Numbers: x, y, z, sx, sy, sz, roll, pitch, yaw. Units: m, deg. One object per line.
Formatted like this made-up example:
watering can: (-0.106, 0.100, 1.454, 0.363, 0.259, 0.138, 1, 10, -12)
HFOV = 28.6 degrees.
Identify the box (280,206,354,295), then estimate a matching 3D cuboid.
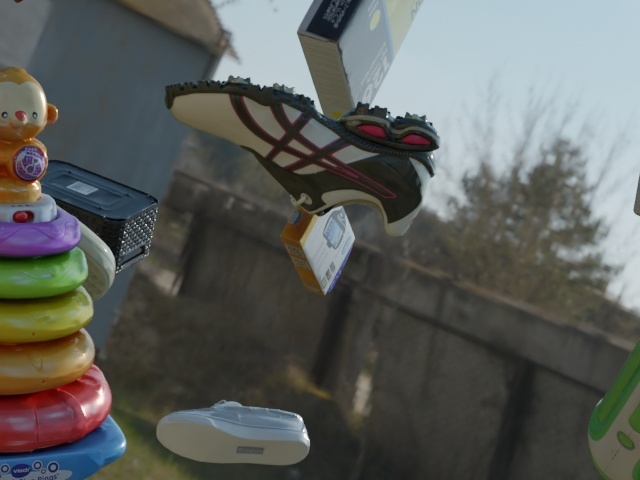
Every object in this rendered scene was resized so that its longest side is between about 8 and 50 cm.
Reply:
box: (0.000, 0.000, 1.364, 0.028, 0.081, 0.136, 19, -24, 22)

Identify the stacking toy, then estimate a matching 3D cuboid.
stacking toy: (-0.232, 0.022, 0.936, 0.175, 0.301, 0.166, 0, 15, -28)

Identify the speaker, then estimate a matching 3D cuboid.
speaker: (0.365, 0.156, 1.290, 0.131, 0.131, 0.296, 23, -32, 10)

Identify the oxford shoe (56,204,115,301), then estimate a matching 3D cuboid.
oxford shoe: (-0.420, -0.077, 1.400, 0.449, 0.169, 0.130, 28, 43, -1)

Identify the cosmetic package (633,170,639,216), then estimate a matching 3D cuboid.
cosmetic package: (0.305, -0.073, 0.737, 0.152, 0.151, 0.184, 10, 1, -17)

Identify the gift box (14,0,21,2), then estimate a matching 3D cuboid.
gift box: (-0.206, -0.384, 1.186, 0.255, 0.258, 0.276, -10, -62, 46)

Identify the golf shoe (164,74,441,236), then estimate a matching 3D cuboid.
golf shoe: (-0.025, -0.087, 1.202, 0.273, 0.120, 0.105, 14, 4, 6)

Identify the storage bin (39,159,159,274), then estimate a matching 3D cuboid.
storage bin: (-0.323, -0.033, 1.686, 0.180, 0.084, 0.122, 22, 24, 15)

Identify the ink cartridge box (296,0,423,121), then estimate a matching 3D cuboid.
ink cartridge box: (0.082, -0.309, 1.655, 0.072, 0.303, 0.307, 21, -17, 18)

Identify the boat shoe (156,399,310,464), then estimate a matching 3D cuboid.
boat shoe: (-0.103, 0.220, 1.489, 0.184, 0.066, 0.063, 4, 39, -12)
